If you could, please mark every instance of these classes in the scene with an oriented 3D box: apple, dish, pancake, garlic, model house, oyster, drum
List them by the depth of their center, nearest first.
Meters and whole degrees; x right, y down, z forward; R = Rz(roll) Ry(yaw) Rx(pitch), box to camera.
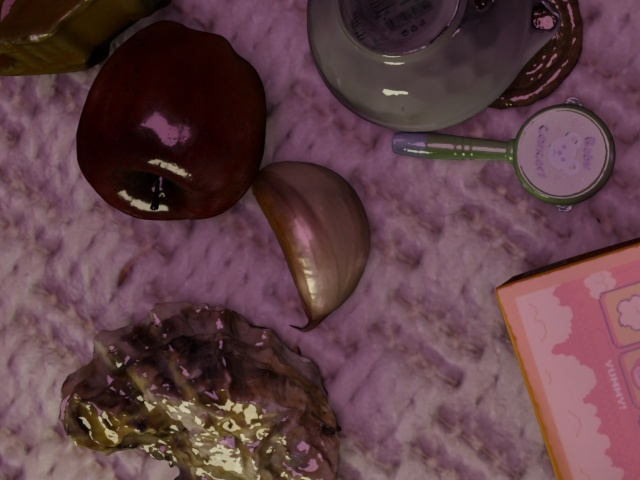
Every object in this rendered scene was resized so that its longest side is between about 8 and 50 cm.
[{"bbox_3d":[0.105,-0.268,1.602,0.303,0.120,0.303,-2,84,17],"label":"dish"},{"bbox_3d":[-0.167,-0.133,1.626,0.234,0.234,0.234,0,91,11],"label":"apple"},{"bbox_3d":[0.215,-0.085,1.636,0.253,0.049,0.130,-11,88,14],"label":"drum"},{"bbox_3d":[-0.005,0.001,1.647,0.128,0.115,0.206,-14,91,4],"label":"garlic"},{"bbox_3d":[-0.312,-0.278,1.648,0.239,0.268,0.173,-36,96,13],"label":"model house"},{"bbox_3d":[0.210,-0.249,1.649,0.199,0.021,0.199,0,89,11],"label":"pancake"},{"bbox_3d":[-0.123,0.209,1.669,0.351,0.115,0.238,33,97,9],"label":"oyster"}]

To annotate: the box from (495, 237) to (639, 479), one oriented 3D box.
[{"bbox_3d":[0.330,0.133,1.496,0.214,0.283,0.259,-19,87,12],"label":"box"}]
